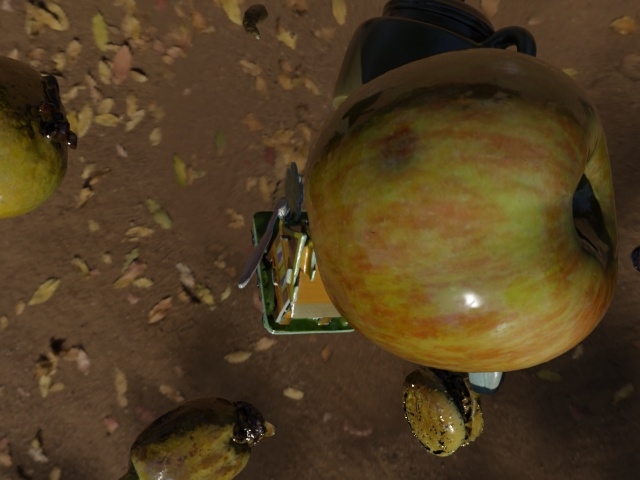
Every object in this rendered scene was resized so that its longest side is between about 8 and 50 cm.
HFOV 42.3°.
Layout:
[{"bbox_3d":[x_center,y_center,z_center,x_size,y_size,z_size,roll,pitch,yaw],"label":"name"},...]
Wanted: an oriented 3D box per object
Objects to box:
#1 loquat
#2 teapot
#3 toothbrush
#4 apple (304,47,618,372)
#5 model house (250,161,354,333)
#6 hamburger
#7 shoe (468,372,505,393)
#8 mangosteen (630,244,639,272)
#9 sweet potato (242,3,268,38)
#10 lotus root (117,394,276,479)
[{"bbox_3d":[-0.442,-0.142,1.107,0.244,0.244,0.244,1,100,5],"label":"loquat"},{"bbox_3d":[0.132,-0.204,0.933,0.185,0.267,0.175,20,87,-40],"label":"teapot"},{"bbox_3d":[-0.113,0.003,1.693,0.025,0.307,0.029,-13,121,25],"label":"toothbrush"},{"bbox_3d":[0.106,-0.023,0.671,0.264,0.264,0.264,1,100,5],"label":"apple"},{"bbox_3d":[0.000,0.000,1.909,0.242,0.313,0.358,3,61,-20],"label":"model house"},{"bbox_3d":[0.220,0.317,1.544,0.113,0.185,0.177,-31,91,-31],"label":"hamburger"},{"bbox_3d":[0.225,0.078,0.994,0.100,0.103,0.251,3,118,15],"label":"shoe"},{"bbox_3d":[0.608,0.034,1.434,0.137,0.151,0.137,-3,97,-20],"label":"mangosteen"},{"bbox_3d":[-0.116,-0.397,1.472,0.041,0.153,0.038,23,120,-11],"label":"sweet potato"},{"bbox_3d":[-0.239,0.379,1.497,0.314,0.141,0.169,-22,107,-27],"label":"lotus root"}]
